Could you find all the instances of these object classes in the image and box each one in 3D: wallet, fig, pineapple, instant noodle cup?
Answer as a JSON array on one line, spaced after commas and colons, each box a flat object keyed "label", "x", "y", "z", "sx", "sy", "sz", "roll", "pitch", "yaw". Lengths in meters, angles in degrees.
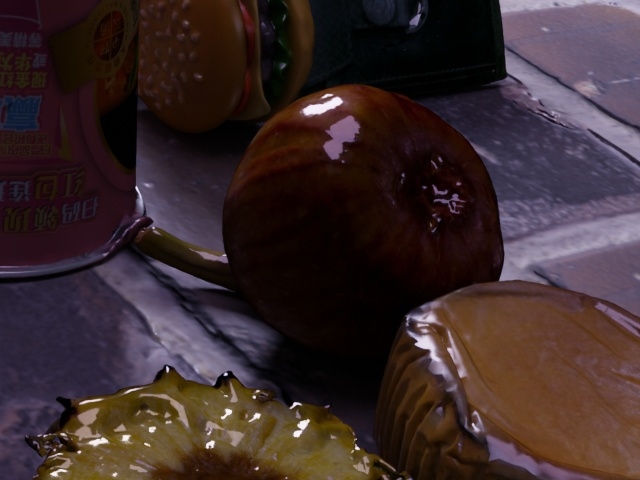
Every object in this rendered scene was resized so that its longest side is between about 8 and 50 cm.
[{"label": "wallet", "x": 0.052, "y": -0.195, "z": 1.477, "sx": 0.236, "sy": 0.160, "sz": 0.055, "roll": -11, "pitch": 3, "yaw": -33}, {"label": "fig", "x": 0.007, "y": 0.003, "z": 1.121, "sx": 0.175, "sy": 0.207, "sz": 0.175, "roll": 18, "pitch": 57, "yaw": -30}, {"label": "pineapple", "x": -0.048, "y": 0.148, "z": 0.882, "sx": 0.224, "sy": 0.076, "sz": 0.225, "roll": 8, "pitch": 31, "yaw": -5}, {"label": "instant noodle cup", "x": -0.212, "y": -0.136, "z": 1.165, "sx": 0.243, "sy": 0.255, "sz": 0.244, "roll": 10, "pitch": 29, "yaw": -6}]

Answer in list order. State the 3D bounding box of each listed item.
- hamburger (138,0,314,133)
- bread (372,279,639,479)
[{"label": "hamburger", "x": -0.081, "y": -0.158, "z": 1.357, "sx": 0.115, "sy": 0.162, "sz": 0.162, "roll": -14, "pitch": 37, "yaw": -38}, {"label": "bread", "x": 0.122, "y": 0.113, "z": 0.979, "sx": 0.199, "sy": 0.104, "sz": 0.199, "roll": 12, "pitch": 29, "yaw": -7}]
